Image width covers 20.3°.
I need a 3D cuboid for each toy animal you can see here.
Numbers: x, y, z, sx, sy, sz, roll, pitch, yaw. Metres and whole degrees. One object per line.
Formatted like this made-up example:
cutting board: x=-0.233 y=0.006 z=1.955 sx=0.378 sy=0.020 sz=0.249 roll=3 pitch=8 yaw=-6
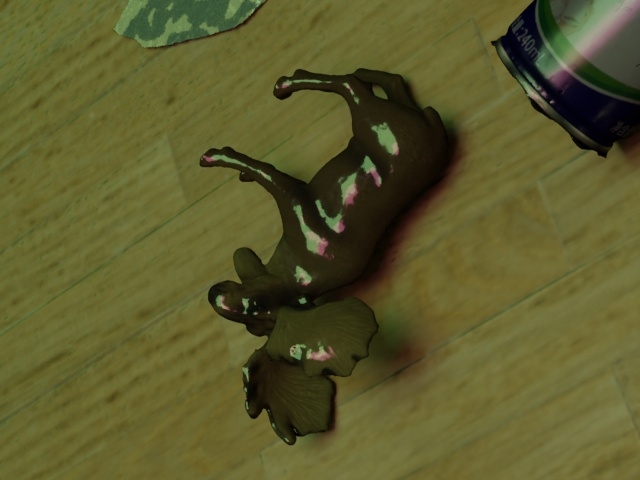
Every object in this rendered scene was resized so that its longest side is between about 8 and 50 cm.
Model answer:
toy animal: x=0.000 y=0.000 z=1.107 sx=0.214 sy=0.094 sz=0.186 roll=-46 pitch=63 yaw=10

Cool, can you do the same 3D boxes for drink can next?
drink can: x=0.208 y=-0.159 z=0.987 sx=0.235 sy=0.097 sz=0.097 roll=-44 pitch=56 yaw=19

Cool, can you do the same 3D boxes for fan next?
fan: x=-0.063 y=-0.219 z=1.263 sx=0.240 sy=0.009 sz=0.131 roll=-46 pitch=56 yaw=19
